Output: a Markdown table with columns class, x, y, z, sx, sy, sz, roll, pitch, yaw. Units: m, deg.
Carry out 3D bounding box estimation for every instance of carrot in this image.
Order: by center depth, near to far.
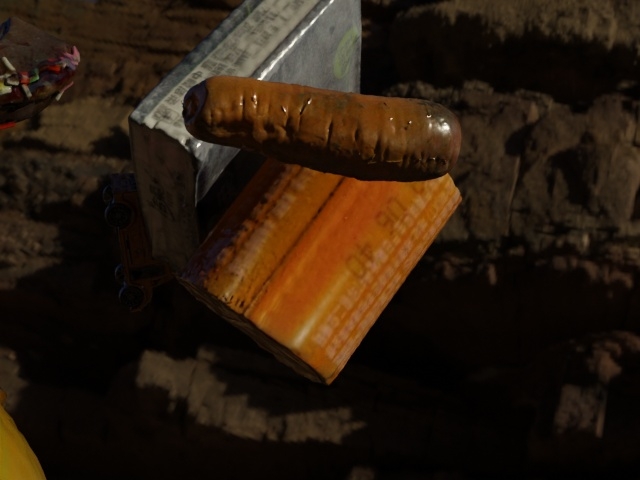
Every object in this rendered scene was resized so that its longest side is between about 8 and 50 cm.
| class | x | y | z | sx | sy | sz | roll | pitch | yaw |
| --- | --- | --- | --- | --- | --- | --- | --- | --- | --- |
| carrot | 0.001 | -0.072 | 0.656 | 0.186 | 0.060 | 0.060 | 6 | -42 | -6 |

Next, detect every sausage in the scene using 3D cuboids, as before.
| class | x | y | z | sx | sy | sz | roll | pitch | yaw |
| --- | --- | --- | --- | --- | --- | --- | --- | --- | --- |
| sausage | 0.000 | 0.000 | 1.222 | 0.233 | 0.287 | 0.233 | 36 | -10 | 8 |

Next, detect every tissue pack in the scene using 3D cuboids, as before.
| class | x | y | z | sx | sy | sz | roll | pitch | yaw |
| --- | --- | --- | --- | --- | --- | --- | --- | --- | --- |
| tissue pack | -0.088 | -0.170 | 1.356 | 0.124 | 0.394 | 0.288 | 26 | -33 | 20 |

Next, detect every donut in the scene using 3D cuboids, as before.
| class | x | y | z | sx | sy | sz | roll | pitch | yaw |
| --- | --- | --- | --- | --- | --- | --- | --- | --- | --- |
| donut | -0.551 | -0.280 | 1.490 | 0.345 | 0.259 | 0.136 | 29 | -52 | -2 |

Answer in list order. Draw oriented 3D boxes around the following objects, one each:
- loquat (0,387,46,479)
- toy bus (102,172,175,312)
| class | x | y | z | sx | sy | sz | roll | pitch | yaw |
| --- | --- | --- | --- | --- | --- | --- | --- | --- | --- |
| loquat | -0.258 | 0.152 | 0.439 | 0.328 | 0.359 | 0.328 | 5 | -59 | 9 |
| toy bus | -0.256 | 0.003 | 1.431 | 0.088 | 0.083 | 0.194 | -9 | -62 | -11 |
